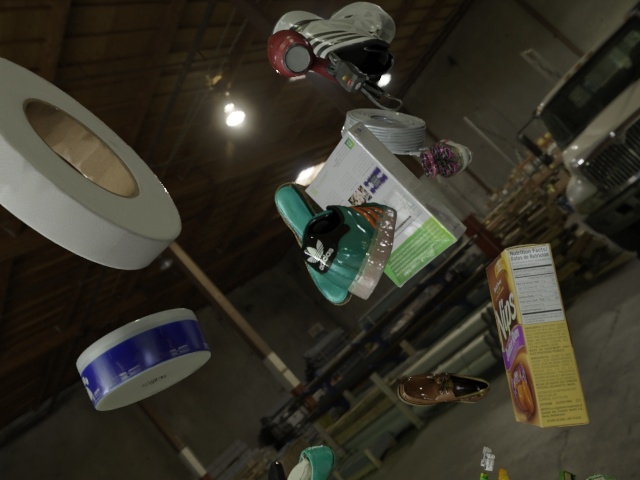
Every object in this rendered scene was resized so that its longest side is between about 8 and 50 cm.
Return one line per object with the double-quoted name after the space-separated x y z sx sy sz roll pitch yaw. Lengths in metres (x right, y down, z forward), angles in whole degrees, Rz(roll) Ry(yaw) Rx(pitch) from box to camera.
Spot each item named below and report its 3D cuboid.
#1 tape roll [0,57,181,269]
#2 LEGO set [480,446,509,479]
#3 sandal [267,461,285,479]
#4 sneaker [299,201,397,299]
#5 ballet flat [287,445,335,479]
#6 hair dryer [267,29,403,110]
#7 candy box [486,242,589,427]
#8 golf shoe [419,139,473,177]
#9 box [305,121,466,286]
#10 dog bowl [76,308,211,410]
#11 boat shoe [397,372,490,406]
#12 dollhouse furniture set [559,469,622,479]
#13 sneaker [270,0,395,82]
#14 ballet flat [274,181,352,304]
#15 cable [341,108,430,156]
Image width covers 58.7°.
-0.381 -0.118 0.873 0.072 0.392 0.392 -43 -10 7 "tape roll"
0.503 0.725 1.633 0.093 0.087 0.227 116 166 -84 "LEGO set"
-0.040 0.349 0.743 0.179 0.040 0.067 -139 61 -76 "sandal"
0.041 -0.014 0.867 0.108 0.121 0.302 -62 1 16 "sneaker"
-0.050 0.558 1.240 0.083 0.087 0.247 28 98 61 "ballet flat"
-0.002 -0.315 1.065 0.080 0.293 0.223 -58 -23 13 "hair dryer"
0.235 0.106 0.634 0.053 0.187 0.109 -7 -15 3 "candy box"
0.244 -0.157 1.049 0.085 0.068 0.186 -18 8 -2 "golf shoe"
0.133 -0.071 1.258 0.058 0.322 0.232 -39 -7 -39 "box"
-0.375 0.258 1.229 0.264 0.104 0.265 -27 -16 -9 "dog bowl"
0.411 0.485 1.896 0.307 0.111 0.104 0 -28 -13 "boat shoe"
0.620 0.546 1.301 0.152 0.076 0.059 -54 15 47 "dollhouse furniture set"
0.108 -0.476 1.442 0.447 0.257 0.169 -27 -37 -43 "sneaker"
0.000 0.000 1.489 0.123 0.349 0.123 -29 -6 -4 "ballet flat"
0.196 -0.342 1.756 0.257 0.257 0.089 0 -64 -16 "cable"
